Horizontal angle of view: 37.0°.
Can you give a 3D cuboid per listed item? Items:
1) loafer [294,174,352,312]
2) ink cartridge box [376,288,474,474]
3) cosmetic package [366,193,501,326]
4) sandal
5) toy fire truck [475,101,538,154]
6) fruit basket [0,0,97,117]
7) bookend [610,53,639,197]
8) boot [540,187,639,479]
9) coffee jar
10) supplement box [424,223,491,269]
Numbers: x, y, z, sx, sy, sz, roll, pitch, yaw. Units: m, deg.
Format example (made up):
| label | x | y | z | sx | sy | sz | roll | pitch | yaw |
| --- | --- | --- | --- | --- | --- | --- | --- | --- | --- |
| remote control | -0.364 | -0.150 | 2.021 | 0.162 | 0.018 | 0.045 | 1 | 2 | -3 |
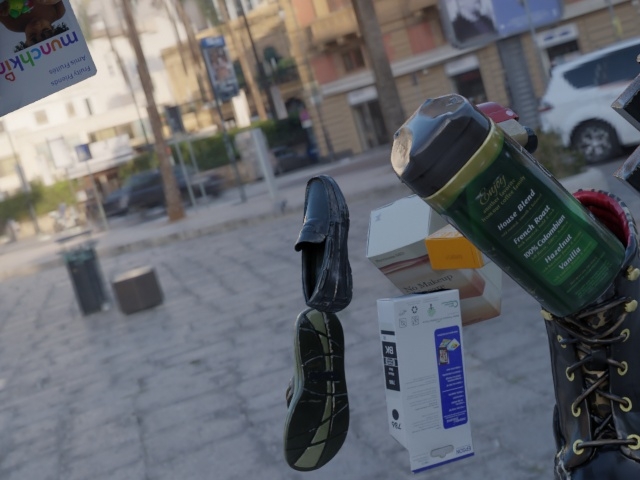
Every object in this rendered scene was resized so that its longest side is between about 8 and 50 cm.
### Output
| label | x | y | z | sx | sy | sz | roll | pitch | yaw |
| --- | --- | --- | --- | --- | --- | --- | --- | --- | --- |
| loafer | 0.000 | 0.000 | 1.457 | 0.078 | 0.223 | 0.076 | 11 | -25 | -38 |
| ink cartridge box | 0.203 | 0.266 | 1.836 | 0.166 | 0.332 | 0.065 | -6 | 1 | -34 |
| cosmetic package | 0.238 | 0.048 | 1.960 | 0.153 | 0.296 | 0.129 | -21 | 43 | 33 |
| sandal | -0.010 | 0.275 | 1.773 | 0.120 | 0.302 | 0.086 | 10 | -16 | -19 |
| toy fire truck | 0.289 | -0.198 | 1.876 | 0.159 | 0.246 | 0.217 | -20 | -33 | -34 |
| fruit basket | -0.480 | -0.298 | 1.184 | 0.327 | 0.353 | 0.165 | -29 | 28 | -20 |
| bookend | 0.426 | -0.130 | 1.231 | 0.157 | 0.156 | 0.072 | -51 | 5 | 9 |
| boot | 0.300 | 0.145 | 1.024 | 0.138 | 0.284 | 0.377 | -6 | 32 | 25 |
| coffee jar | 0.137 | -0.030 | 0.720 | 0.079 | 0.184 | 0.096 | -48 | 15 | 10 |
| supplement box | 0.161 | -0.005 | 0.972 | 0.062 | 0.036 | 0.098 | -4 | 17 | 44 |
